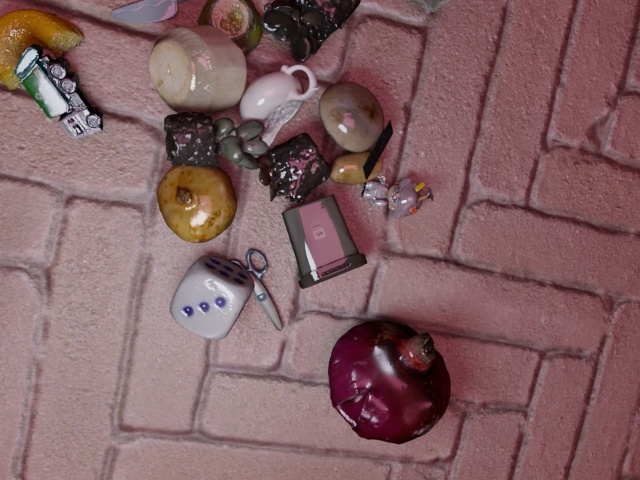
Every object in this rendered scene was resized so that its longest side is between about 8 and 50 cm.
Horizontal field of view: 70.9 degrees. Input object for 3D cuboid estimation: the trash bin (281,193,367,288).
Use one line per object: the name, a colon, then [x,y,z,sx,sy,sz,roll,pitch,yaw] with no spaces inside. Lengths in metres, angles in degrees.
trash bin: [0.000,0.000,1.405,0.220,0.219,0.250,-21,94,-9]

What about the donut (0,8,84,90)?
donut: [-0.812,-0.550,1.233,0.259,0.101,0.152,-38,97,0]

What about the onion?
onion: [0.238,0.385,1.387,0.399,0.398,0.420,11,130,-12]

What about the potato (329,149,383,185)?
potato: [0.108,-0.231,1.433,0.178,0.118,0.109,-11,118,-6]

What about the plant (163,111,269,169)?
plant: [-0.277,-0.271,1.219,0.275,0.149,0.146,-2,130,-29]

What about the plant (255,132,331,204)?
plant: [-0.092,-0.212,1.367,0.234,0.178,0.204,-31,106,-2]

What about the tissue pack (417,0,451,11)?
tissue pack: [0.336,-0.930,1.354,0.390,0.195,0.375,33,78,-13]

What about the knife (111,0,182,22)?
knife: [-0.442,-0.694,1.310,0.331,0.044,0.080,-25,104,-1]

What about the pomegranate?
pomegranate: [-0.355,-0.115,1.304,0.248,0.248,0.248,-1,98,-11]

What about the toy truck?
toy truck: [-0.705,-0.401,1.223,0.124,0.114,0.253,-27,126,-6]

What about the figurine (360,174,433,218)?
figurine: [0.248,-0.144,1.481,0.229,0.112,0.137,12,87,1]

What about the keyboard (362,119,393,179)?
keyboard: [0.177,-0.277,1.371,0.010,0.063,0.198,19,67,26]

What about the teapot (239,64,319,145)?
teapot: [-0.129,-0.399,1.312,0.204,0.298,0.139,-16,71,-47]

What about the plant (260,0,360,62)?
plant: [-0.024,-0.674,1.309,0.276,0.188,0.199,-44,108,-5]

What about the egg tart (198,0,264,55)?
egg tart: [-0.263,-0.642,1.328,0.197,0.078,0.197,-2,100,-9]

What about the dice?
dice: [-0.322,0.169,1.353,0.193,0.194,0.191,31,100,-2]

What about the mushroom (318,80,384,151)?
mushroom: [0.091,-0.373,1.384,0.226,0.226,0.178,36,134,-13]

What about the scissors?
scissors: [-0.196,0.172,1.469,0.138,0.041,0.289,-28,98,-5]

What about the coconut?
coconut: [-0.331,-0.476,1.262,0.237,0.266,0.237,14,116,30]
